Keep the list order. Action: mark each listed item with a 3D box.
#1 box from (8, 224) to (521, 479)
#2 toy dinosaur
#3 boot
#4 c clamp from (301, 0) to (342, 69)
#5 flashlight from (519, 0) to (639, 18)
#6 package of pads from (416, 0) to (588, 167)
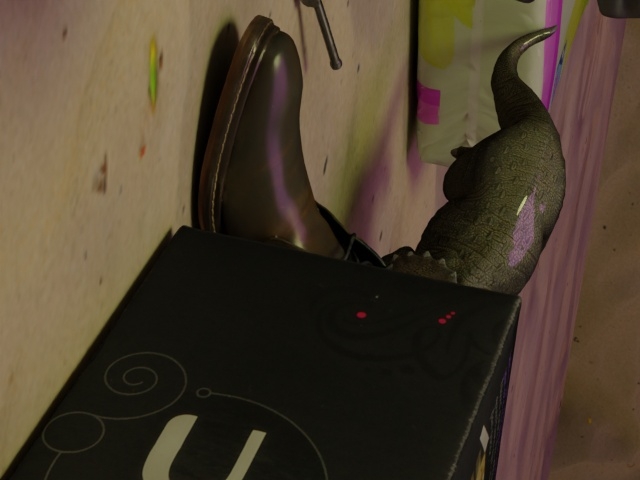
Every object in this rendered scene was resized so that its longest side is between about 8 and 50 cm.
[{"bbox_3d":[-0.030,0.134,0.712,0.270,0.165,0.143,-62,159,-51],"label":"box"},{"bbox_3d":[0.102,-0.004,1.112,0.313,0.121,0.160,-50,-171,-17],"label":"toy dinosaur"},{"bbox_3d":[0.000,0.000,0.848,0.082,0.106,0.219,-58,156,-57],"label":"boot"},{"bbox_3d":[0.015,-0.196,0.935,0.137,0.022,0.160,70,36,-58],"label":"c clamp"},{"bbox_3d":[0.086,-0.196,0.434,0.103,0.103,0.304,-113,-169,-46],"label":"flashlight"},{"bbox_3d":[0.143,-0.228,1.259,0.296,0.101,0.229,89,19,-46],"label":"package of pads"}]
